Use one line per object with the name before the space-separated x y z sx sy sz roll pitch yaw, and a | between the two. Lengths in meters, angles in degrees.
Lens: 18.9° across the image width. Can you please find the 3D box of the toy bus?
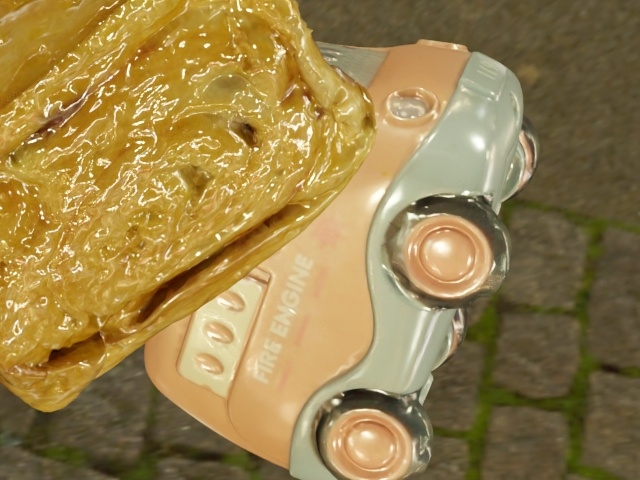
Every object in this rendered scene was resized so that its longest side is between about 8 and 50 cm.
toy bus | 0.000 0.000 1.189 0.232 0.194 0.287 21 116 6

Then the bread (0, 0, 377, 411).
bread | -0.087 -0.045 0.632 0.158 0.143 0.149 -43 135 -2
